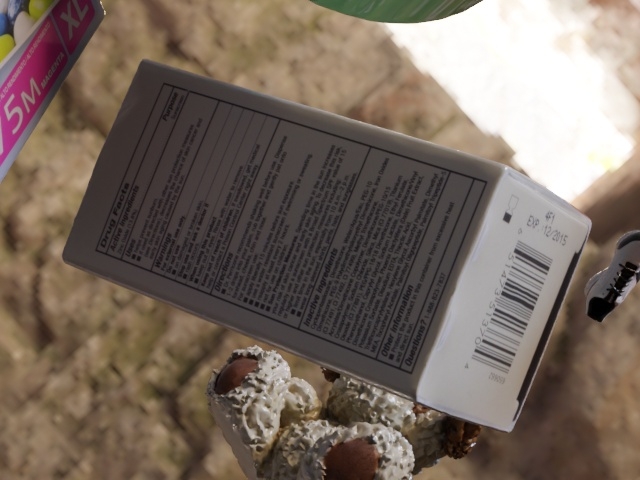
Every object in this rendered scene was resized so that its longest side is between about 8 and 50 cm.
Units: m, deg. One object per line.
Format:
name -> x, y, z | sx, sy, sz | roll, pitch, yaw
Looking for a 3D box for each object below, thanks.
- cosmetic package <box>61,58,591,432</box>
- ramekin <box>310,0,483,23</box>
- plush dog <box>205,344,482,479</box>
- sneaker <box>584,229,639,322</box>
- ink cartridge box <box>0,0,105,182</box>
cosmetic package -> 0.000, 0.000, 1.170 | 0.129, 0.296, 0.153 | 25, 87, -55
ramekin -> 0.048, -0.289, 1.193 | 0.303, 0.303, 0.148 | -42, 178, -37
plush dog -> 0.044, 0.202, 1.852 | 0.225, 0.211, 0.262 | -32, -140, -26
sneaker -> 0.280, 0.035, 1.709 | 0.109, 0.040, 0.044 | -61, -175, 40
ink cartridge box -> -0.224, -0.171, 1.030 | 0.186, 0.065, 0.311 | -63, 152, -30
